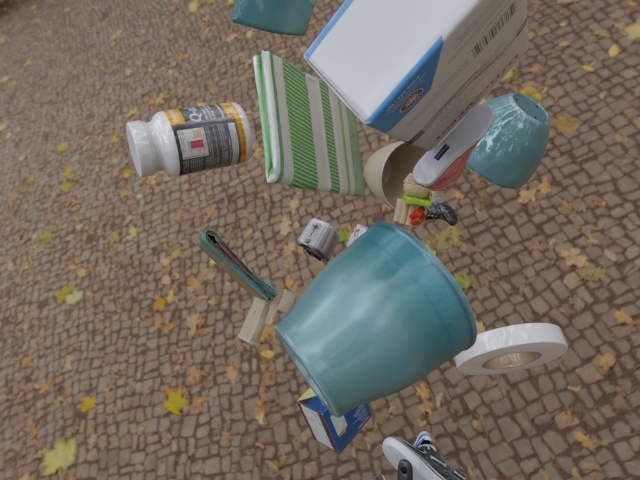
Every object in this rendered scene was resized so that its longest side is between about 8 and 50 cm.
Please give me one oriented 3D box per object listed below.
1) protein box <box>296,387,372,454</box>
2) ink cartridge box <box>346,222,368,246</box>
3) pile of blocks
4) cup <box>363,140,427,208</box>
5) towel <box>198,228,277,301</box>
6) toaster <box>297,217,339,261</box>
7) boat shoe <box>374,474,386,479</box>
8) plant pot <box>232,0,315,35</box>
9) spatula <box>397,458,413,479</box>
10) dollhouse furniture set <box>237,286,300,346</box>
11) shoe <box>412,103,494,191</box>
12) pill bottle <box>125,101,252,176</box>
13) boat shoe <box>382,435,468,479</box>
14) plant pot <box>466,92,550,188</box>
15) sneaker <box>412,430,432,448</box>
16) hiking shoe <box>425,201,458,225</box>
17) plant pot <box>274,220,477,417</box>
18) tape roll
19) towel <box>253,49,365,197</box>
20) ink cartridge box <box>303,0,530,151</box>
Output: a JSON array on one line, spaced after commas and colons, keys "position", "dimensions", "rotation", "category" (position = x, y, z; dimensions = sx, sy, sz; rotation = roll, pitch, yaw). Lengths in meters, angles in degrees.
[{"position": [0.055, 0.609, 1.620], "dimensions": [0.136, 0.201, 0.199], "rotation": [7, 35, 46], "category": "protein box"}, {"position": [0.166, -0.002, 1.803], "dimensions": [0.150, 0.063, 0.109], "rotation": [-129, 61, -76], "category": "ink cartridge box"}, {"position": [0.383, -0.195, 1.542], "dimensions": [0.362, 0.149, 0.113], "rotation": [-56, 9, 14], "category": "pile of blocks"}, {"position": [0.347, -0.328, 2.177], "dimensions": [0.331, 0.331, 0.237], "rotation": [-50, 35, -12], "category": "cup"}, {"position": [-0.270, 0.080, 1.383], "dimensions": [0.271, 0.370, 0.040], "rotation": [45, 75, -8], "category": "towel"}, {"position": [0.000, 0.000, 2.013], "dimensions": [0.129, 0.227, 0.147], "rotation": [22, 79, 29], "category": "toaster"}, {"position": [0.184, 0.834, 1.451], "dimensions": [0.056, 0.049, 0.152], "rotation": [-48, 18, 31], "category": "boat shoe"}, {"position": [-0.143, -0.768, 1.463], "dimensions": [0.234, 0.166, 0.166], "rotation": [17, 30, -8], "category": "plant pot"}, {"position": [0.168, 0.551, 0.883], "dimensions": [0.084, 0.297, 0.030], "rotation": [9, 25, 31], "category": "spatula"}, {"position": [-0.086, 0.311, 1.557], "dimensions": [0.286, 0.303, 0.198], "rotation": [-6, 59, 64], "category": "dollhouse furniture set"}, {"position": [0.249, -0.166, 0.824], "dimensions": [0.178, 0.081, 0.063], "rotation": [-48, 63, 17], "category": "shoe"}, {"position": [-0.325, -0.250, 1.120], "dimensions": [0.278, 0.162, 0.162], "rotation": [-17, 48, -27], "category": "pill bottle"}, {"position": [0.346, 0.736, 1.475], "dimensions": [0.121, 0.335, 0.119], "rotation": [-39, 12, 52], "category": "boat shoe"}, {"position": [0.577, -0.330, 1.367], "dimensions": [0.290, 0.195, 0.290], "rotation": [15, 48, -17], "category": "plant pot"}, {"position": [0.349, 0.750, 1.580], "dimensions": [0.053, 0.059, 0.144], "rotation": [26, 84, -4], "category": "sneaker"}, {"position": [0.517, -0.125, 2.003], "dimensions": [0.227, 0.086, 0.114], "rotation": [52, 125, 34], "category": "hiking shoe"}, {"position": [0.072, 0.148, 0.760], "dimensions": [0.255, 0.272, 0.271], "rotation": [-34, 52, -16], "category": "plant pot"}, {"position": [0.681, 0.404, 1.623], "dimensions": [0.391, 0.392, 0.072], "rotation": [-16, 57, 13], "category": "tape roll"}, {"position": [-0.009, -0.218, 0.909], "dimensions": [0.038, 0.324, 0.248], "rotation": [-9, 86, 33], "category": "towel"}, {"position": [0.151, -0.258, 0.612], "dimensions": [0.223, 0.307, 0.129], "rotation": [-47, 74, 22], "category": "ink cartridge box"}]
